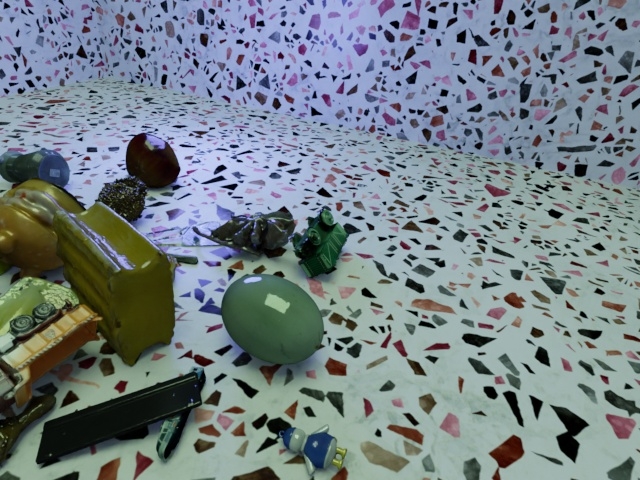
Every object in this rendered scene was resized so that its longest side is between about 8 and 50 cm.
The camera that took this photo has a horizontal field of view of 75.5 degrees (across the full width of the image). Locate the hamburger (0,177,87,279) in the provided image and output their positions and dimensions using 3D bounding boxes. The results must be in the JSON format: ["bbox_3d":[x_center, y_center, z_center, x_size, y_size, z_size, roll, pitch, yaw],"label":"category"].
[{"bbox_3d":[-0.826,-0.019,1.197,0.276,0.277,0.237,15,52,14],"label":"hamburger"}]

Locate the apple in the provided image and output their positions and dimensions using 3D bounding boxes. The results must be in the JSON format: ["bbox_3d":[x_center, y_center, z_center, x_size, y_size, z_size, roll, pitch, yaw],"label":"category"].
[{"bbox_3d":[-0.687,0.222,0.965,0.193,0.120,0.265,22,43,-1],"label":"apple"}]

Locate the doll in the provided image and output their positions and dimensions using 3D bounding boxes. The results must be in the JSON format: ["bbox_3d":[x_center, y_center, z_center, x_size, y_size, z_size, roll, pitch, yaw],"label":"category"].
[{"bbox_3d":[-0.019,0.413,0.833,0.142,0.058,0.099,14,53,14],"label":"doll"}]

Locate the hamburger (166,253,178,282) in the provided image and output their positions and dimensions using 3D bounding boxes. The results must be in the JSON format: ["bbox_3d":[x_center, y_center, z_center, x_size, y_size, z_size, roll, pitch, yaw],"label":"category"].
[{"bbox_3d":[-0.494,0.087,1.239,0.126,0.082,0.141,23,37,25],"label":"hamburger"}]

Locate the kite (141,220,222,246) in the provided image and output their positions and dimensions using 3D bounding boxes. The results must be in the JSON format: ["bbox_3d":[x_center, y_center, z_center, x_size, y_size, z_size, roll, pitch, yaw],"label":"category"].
[{"bbox_3d":[-0.488,-0.020,1.475,0.309,0.015,0.169,-3,34,-20],"label":"kite"}]

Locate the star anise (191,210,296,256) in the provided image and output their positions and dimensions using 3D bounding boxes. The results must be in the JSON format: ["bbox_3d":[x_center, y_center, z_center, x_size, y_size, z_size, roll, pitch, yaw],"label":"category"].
[{"bbox_3d":[-0.234,-0.027,1.445,0.315,0.139,0.359,-14,21,-42],"label":"star anise"}]

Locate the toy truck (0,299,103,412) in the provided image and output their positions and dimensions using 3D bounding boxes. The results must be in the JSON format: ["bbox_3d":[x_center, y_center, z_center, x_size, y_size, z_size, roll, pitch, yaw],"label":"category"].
[{"bbox_3d":[-0.600,0.237,0.851,0.135,0.114,0.270,37,40,7],"label":"toy truck"}]

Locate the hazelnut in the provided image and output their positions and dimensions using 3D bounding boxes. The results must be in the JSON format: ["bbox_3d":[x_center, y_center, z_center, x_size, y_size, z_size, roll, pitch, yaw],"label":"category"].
[{"bbox_3d":[-0.725,-0.336,1.771,0.251,0.217,0.217,44,43,12],"label":"hazelnut"}]

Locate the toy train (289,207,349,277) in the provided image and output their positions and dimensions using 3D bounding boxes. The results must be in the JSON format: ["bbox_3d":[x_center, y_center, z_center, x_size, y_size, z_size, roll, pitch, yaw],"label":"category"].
[{"bbox_3d":[0.000,0.000,1.380,0.154,0.115,0.269,51,32,-13],"label":"toy train"}]

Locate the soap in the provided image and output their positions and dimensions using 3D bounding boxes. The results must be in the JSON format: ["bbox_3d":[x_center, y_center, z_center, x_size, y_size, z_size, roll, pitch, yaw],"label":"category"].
[{"bbox_3d":[-0.511,0.099,1.025,0.335,0.294,0.156,28,39,33],"label":"soap"}]

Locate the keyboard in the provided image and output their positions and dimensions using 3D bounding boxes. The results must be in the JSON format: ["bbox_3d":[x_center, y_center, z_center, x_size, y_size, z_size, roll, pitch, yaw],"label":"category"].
[{"bbox_3d":[-0.403,0.353,0.847,0.309,0.018,0.101,-16,33,-16],"label":"keyboard"}]

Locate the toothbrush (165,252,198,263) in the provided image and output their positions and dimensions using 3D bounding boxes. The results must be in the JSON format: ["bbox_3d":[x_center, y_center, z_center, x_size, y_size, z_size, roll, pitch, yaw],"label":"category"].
[{"bbox_3d":[-0.544,0.045,1.349,0.296,0.031,0.030,8,58,0],"label":"toothbrush"}]

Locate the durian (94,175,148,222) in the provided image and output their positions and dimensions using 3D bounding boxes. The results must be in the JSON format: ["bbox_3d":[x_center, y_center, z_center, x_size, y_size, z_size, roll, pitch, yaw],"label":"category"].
[{"bbox_3d":[-0.705,-0.151,1.491,0.195,0.167,0.196,-12,54,17],"label":"durian"}]

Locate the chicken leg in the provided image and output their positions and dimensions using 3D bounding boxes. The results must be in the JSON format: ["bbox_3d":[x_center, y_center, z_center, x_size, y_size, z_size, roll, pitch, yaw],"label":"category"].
[{"bbox_3d":[-0.607,0.371,0.798,0.084,0.069,0.198,-5,18,29],"label":"chicken leg"}]

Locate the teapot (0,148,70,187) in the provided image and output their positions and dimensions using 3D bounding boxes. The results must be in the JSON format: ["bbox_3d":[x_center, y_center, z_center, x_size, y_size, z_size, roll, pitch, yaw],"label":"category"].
[{"bbox_3d":[-1.133,-0.281,1.657,0.225,0.171,0.203,9,0,17],"label":"teapot"}]

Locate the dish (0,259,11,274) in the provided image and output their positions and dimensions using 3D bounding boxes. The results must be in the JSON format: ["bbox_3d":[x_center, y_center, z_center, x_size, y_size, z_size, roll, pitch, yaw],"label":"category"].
[{"bbox_3d":[-1.020,0.009,1.247,0.220,0.109,0.263,4,32,-1],"label":"dish"}]

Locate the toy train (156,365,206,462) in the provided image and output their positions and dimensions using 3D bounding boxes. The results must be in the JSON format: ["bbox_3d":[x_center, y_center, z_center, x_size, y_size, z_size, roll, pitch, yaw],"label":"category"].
[{"bbox_3d":[-0.296,0.361,0.876,0.047,0.043,0.208,6,32,5],"label":"toy train"}]

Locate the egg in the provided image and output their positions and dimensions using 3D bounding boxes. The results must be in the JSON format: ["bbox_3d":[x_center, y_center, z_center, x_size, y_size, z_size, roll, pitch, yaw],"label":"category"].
[{"bbox_3d":[-0.121,0.191,1.026,0.282,0.203,0.203,27,38,25],"label":"egg"}]
